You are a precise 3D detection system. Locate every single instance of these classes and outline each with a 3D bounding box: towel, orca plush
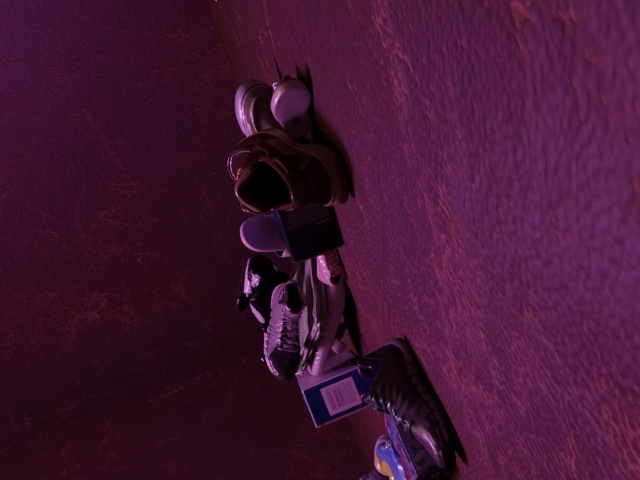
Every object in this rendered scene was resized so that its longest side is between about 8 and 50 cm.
[{"bbox_3d":[-0.041,0.156,1.858,0.325,0.038,0.248,108,159,-56],"label":"towel"},{"bbox_3d":[-0.121,0.176,1.886,0.102,0.151,0.287,36,127,48],"label":"orca plush"}]

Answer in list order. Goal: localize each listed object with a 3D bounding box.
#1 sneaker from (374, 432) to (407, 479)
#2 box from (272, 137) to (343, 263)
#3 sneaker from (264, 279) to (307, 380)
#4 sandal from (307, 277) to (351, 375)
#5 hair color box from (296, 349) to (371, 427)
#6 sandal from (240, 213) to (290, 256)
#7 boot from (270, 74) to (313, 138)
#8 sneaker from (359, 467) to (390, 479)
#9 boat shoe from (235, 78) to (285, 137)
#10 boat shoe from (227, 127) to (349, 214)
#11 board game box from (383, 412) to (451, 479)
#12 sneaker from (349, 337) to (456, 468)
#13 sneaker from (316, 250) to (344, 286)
[{"bbox_3d":[0.159,0.399,1.453,0.240,0.091,0.126,-123,33,-70],"label":"sneaker"},{"bbox_3d":[-0.045,-0.085,1.525,0.153,0.108,0.207,-122,14,-64],"label":"box"},{"bbox_3d":[-0.075,0.195,1.745,0.132,0.086,0.229,130,140,-67],"label":"sneaker"},{"bbox_3d":[0.028,0.213,1.881,0.416,0.102,0.169,107,159,-58],"label":"sandal"},{"bbox_3d":[0.036,0.385,2.048,0.347,0.173,0.105,161,88,-85],"label":"hair color box"},{"bbox_3d":[-0.092,-0.013,1.684,0.265,0.076,0.102,0,-107,-49],"label":"sandal"},{"bbox_3d":[-0.058,-0.241,1.286,0.190,0.069,0.086,83,163,-75],"label":"boot"},{"bbox_3d":[0.179,0.618,1.713,0.300,0.121,0.111,-117,9,-54],"label":"sneaker"},{"bbox_3d":[-0.082,-0.202,1.630,0.094,0.109,0.302,39,161,50],"label":"boat shoe"},{"bbox_3d":[-0.090,-0.105,1.278,0.342,0.123,0.123,23,129,55],"label":"boat shoe"},{"bbox_3d":[0.145,0.305,1.262,0.194,0.060,0.194,80,170,-61],"label":"board game box"},{"bbox_3d":[0.117,0.246,1.121,0.224,0.098,0.083,-115,8,-48],"label":"sneaker"},{"bbox_3d":[0.020,0.038,1.660,0.070,0.051,0.134,33,137,54],"label":"sneaker"}]
